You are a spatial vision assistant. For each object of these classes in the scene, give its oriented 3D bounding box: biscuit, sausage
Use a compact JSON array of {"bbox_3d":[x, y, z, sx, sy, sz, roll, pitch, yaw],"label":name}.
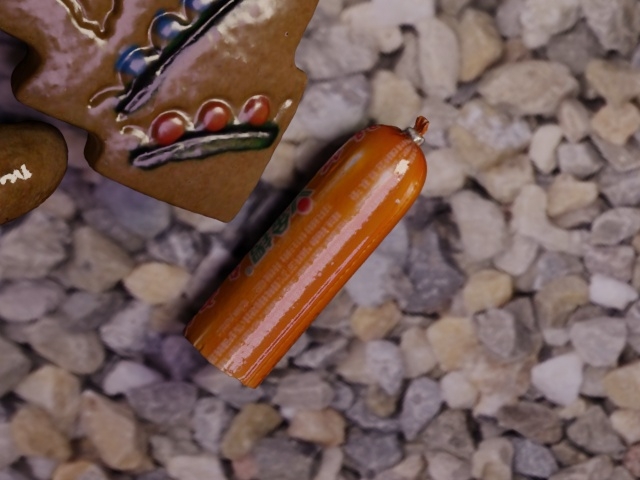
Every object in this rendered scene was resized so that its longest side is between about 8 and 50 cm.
[{"bbox_3d":[-0.092,-0.146,1.257,0.278,0.043,0.301,-29,119,-18],"label":"biscuit"},{"bbox_3d":[0.000,0.000,1.403,0.234,0.071,0.071,-50,129,3],"label":"sausage"}]

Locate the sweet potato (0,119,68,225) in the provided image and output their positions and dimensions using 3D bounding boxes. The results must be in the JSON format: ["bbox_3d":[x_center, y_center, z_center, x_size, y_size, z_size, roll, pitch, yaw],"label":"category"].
[{"bbox_3d":[-0.312,-0.053,1.186,0.341,0.092,0.114,14,85,-35],"label":"sweet potato"}]
